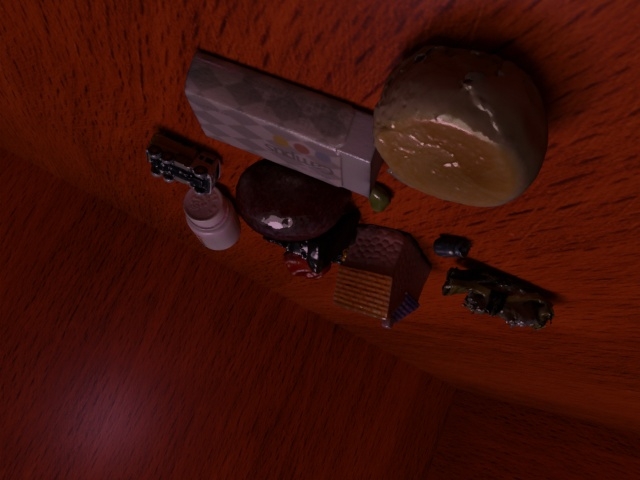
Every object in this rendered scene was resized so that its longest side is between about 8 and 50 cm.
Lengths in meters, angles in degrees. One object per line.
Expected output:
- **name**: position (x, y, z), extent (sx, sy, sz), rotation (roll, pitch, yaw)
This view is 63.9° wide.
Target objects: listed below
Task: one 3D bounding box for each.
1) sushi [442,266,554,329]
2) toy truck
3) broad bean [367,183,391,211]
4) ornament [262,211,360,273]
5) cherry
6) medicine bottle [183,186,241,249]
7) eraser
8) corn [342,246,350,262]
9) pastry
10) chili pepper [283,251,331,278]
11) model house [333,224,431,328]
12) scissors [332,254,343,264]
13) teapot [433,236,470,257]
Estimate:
- **sushi**: position (0.463, 0.158, 1.360), extent (0.290, 0.131, 0.139), rotation (15, 162, 6)
- **toy truck**: position (-0.395, -0.227, 1.473), extent (0.226, 0.114, 0.098), rotation (24, 143, 5)
- **broad bean**: position (0.134, -0.100, 1.192), extent (0.063, 0.045, 0.083), rotation (27, 160, 37)
- **ornament**: position (-0.053, -0.032, 1.391), extent (0.260, 0.251, 0.106), rotation (17, 122, 26)
- **cherry**: position (-0.067, -0.098, 1.206), extent (0.299, 0.203, 0.230), rotation (2, 171, 28)
- **medicine bottle**: position (-0.382, -0.081, 1.810), extent (0.170, 0.170, 0.293), rotation (23, 165, 7)
- **eraser**: position (-0.069, -0.224, 1.028), extent (0.396, 0.082, 0.213), rotation (23, 165, 10)
- **corn**: position (0.139, 0.093, 1.718), extent (0.101, 0.101, 0.292), rotation (19, 167, 22)
- **pastry**: position (0.195, -0.158, 0.736), extent (0.264, 0.133, 0.265), rotation (24, 164, 8)
- **chili pepper**: position (-0.028, 0.085, 1.857), extent (0.252, 0.136, 0.144), rotation (1, 109, 66)
- **model house**: position (0.168, 0.116, 1.470), extent (0.202, 0.238, 0.237), rotation (13, 160, 34)
- **scissors**: position (0.035, 0.073, 1.939), extent (0.109, 0.022, 0.300), rotation (32, 165, -9)
- **teapot**: position (0.326, 0.021, 1.267), extent (0.083, 0.049, 0.063), rotation (8, 157, 47)
